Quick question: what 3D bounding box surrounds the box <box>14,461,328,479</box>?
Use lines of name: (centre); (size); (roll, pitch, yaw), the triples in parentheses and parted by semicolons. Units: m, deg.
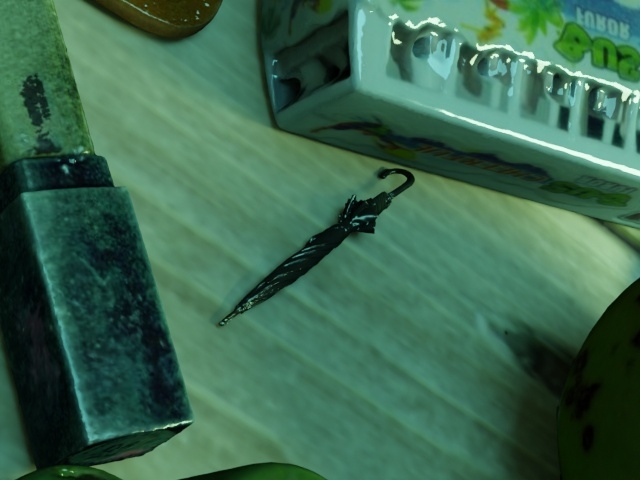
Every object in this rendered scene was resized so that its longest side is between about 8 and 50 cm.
box: (-0.005, 0.234, 0.377); (0.328, 0.178, 0.253); (41, 53, -12)

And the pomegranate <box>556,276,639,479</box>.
pomegranate: (0.196, 0.118, 0.559); (0.286, 0.231, 0.231); (-29, 86, -28)

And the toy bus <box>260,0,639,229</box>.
toy bus: (0.128, -0.093, 0.680); (0.329, 0.109, 0.136); (13, 71, -30)

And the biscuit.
biscuit: (-0.087, -0.138, 0.605); (0.091, 0.015, 0.078); (33, 51, -18)

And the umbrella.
umbrella: (0.004, 0.002, 0.600); (0.022, 0.022, 0.149); (21, 44, 27)

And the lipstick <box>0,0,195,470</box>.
lipstick: (-0.126, -0.061, 0.521); (0.051, 0.051, 0.312); (-7, 70, -36)
